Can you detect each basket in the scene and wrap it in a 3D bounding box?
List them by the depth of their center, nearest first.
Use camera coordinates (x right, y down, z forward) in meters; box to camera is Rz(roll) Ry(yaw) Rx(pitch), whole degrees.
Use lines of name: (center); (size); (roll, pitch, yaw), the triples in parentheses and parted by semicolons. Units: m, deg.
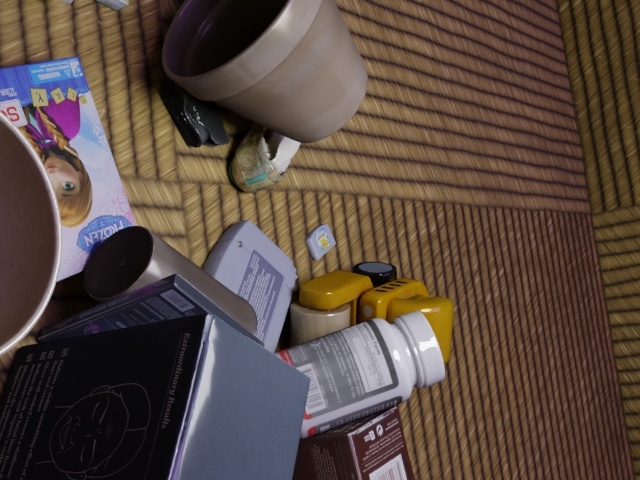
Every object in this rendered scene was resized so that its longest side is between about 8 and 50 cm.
basket: (-0.237, 0.091, 1.401); (0.227, 0.204, 0.154); (49, 50, -45)

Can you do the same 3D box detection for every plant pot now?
plant pot: (-0.067, -0.327, 1.618); (0.280, 0.323, 0.323); (39, 51, -38)

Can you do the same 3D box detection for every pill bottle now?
pill bottle: (0.066, 0.234, 1.645); (0.283, 0.161, 0.161); (-18, 97, -9)

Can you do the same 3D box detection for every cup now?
cup: (-0.510, -0.003, 1.068); (0.331, 0.236, 0.331); (18, 67, -50)

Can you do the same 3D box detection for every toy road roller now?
toy road roller: (0.114, 0.174, 1.807); (0.329, 0.240, 0.203); (-17, 113, -50)

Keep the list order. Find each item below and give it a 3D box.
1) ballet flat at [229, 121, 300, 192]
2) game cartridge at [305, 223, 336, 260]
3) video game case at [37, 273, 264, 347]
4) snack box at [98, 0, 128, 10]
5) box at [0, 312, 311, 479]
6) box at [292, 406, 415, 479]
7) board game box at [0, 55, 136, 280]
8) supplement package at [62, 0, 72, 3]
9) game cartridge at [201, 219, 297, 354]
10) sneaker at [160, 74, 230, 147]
ballet flat: (-0.072, -0.235, 1.818); (0.123, 0.123, 0.349); (50, 44, -32)
game cartridge: (0.000, 0.000, 1.929); (0.083, 0.017, 0.056); (-42, 110, -50)
video game case: (-0.248, 0.148, 1.341); (0.196, 0.274, 0.026); (44, 38, -37)
snack box: (-0.383, -0.461, 1.533); (0.141, 0.037, 0.100); (18, 67, -49)
box: (-0.246, 0.289, 1.201); (0.212, 0.395, 0.294); (39, 52, -40)
box: (0.039, 0.417, 1.703); (0.168, 0.203, 0.167); (-16, 93, -54)
board game box: (-0.435, -0.090, 1.334); (0.318, 0.065, 0.318); (-29, 103, -52)
supplement package: (-0.399, -0.530, 1.369); (0.145, 0.204, 0.262); (11, 71, -33)
game cartridge: (-0.145, 0.119, 1.672); (0.196, 0.060, 0.294); (49, 45, -38)
sneaker: (-0.226, -0.237, 1.670); (0.089, 0.051, 0.170); (-50, 124, -47)
